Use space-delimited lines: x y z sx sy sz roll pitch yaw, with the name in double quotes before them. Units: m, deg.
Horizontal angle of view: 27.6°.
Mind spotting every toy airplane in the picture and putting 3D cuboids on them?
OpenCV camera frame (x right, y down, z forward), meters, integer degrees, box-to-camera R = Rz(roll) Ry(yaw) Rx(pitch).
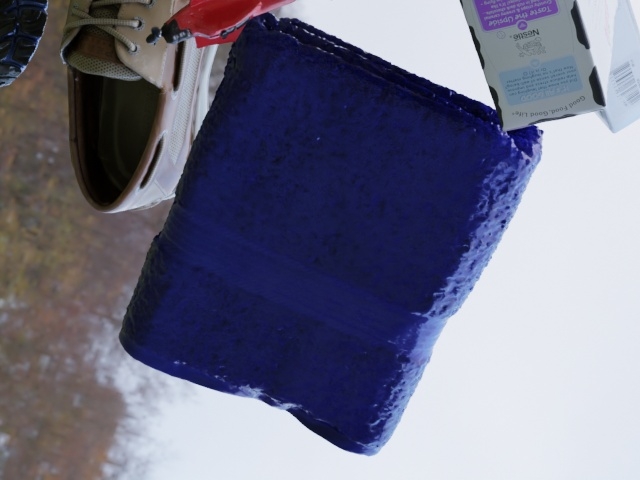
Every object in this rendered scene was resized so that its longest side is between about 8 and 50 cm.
"toy airplane" -0.033 -0.143 0.763 0.151 0.151 0.028 -35 -102 44

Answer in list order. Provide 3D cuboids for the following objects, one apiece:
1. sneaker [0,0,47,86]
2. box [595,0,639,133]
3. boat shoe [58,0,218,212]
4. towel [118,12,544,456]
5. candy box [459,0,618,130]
"sneaker" -0.288 -0.242 1.146 0.087 0.083 0.221 162 -74 -70
"box" 0.171 -0.269 1.152 0.058 0.232 0.322 -35 -129 2
"boat shoe" -0.148 -0.167 1.051 0.116 0.123 0.324 -44 140 -56
"towel" 0.000 0.000 0.946 0.076 0.228 0.308 -71 -175 -56
"candy box" 0.128 -0.195 0.820 0.070 0.196 0.165 -12 -151 22
